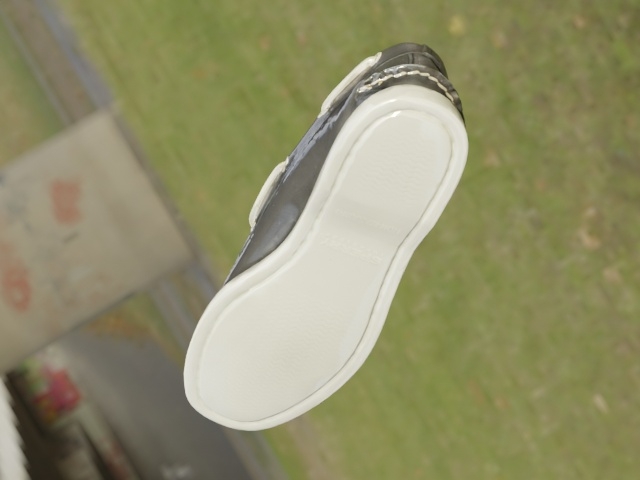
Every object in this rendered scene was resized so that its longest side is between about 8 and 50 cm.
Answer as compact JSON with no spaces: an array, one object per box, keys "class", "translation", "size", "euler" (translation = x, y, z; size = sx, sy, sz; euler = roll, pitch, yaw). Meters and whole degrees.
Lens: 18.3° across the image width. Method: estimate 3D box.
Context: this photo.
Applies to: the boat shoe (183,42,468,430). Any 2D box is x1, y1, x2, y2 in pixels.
[{"class":"boat shoe","translation":[0.000,0.000,0.546],"size":[0.046,0.125,0.038],"euler":[20,-147,-13]}]
